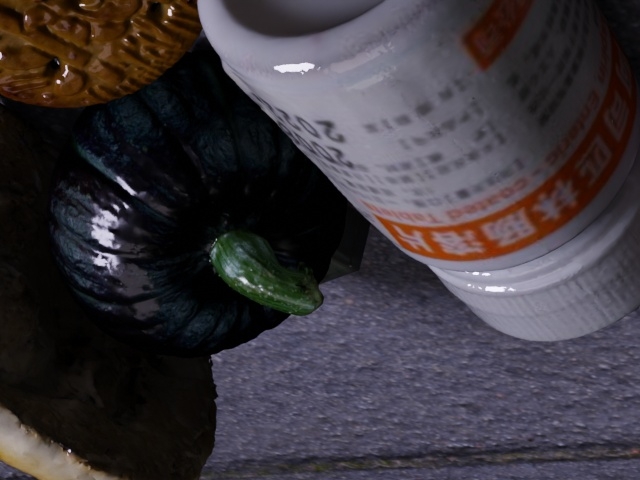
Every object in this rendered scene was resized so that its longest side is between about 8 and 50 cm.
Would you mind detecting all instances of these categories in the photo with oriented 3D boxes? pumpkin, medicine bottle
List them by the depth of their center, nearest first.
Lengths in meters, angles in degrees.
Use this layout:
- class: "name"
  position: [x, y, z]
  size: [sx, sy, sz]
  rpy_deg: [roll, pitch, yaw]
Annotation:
- class: "medicine bottle"
  position: [0.098, -0.096, 1.050]
  size: [0.211, 0.211, 0.371]
  rpy_deg: [-7, 147, 31]
- class: "pumpkin"
  position: [-0.078, -0.015, 1.204]
  size: [0.248, 0.248, 0.248]
  rpy_deg: [9, 153, 4]

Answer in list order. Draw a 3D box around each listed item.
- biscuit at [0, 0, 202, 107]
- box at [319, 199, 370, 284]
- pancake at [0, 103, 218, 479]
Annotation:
- class: "biscuit"
  position: [-0.157, -0.161, 1.019]
  size: [0.188, 0.027, 0.187]
  rpy_deg: [-11, 134, -12]
- class: "box"
  position: [0.000, 0.000, 1.427]
  size: [0.060, 0.063, 0.085]
  rpy_deg: [30, 146, -31]
- class: "pancake"
  position: [-0.221, 0.051, 1.291]
  size: [0.082, 0.387, 0.387]
  rpy_deg: [-35, 133, 22]
